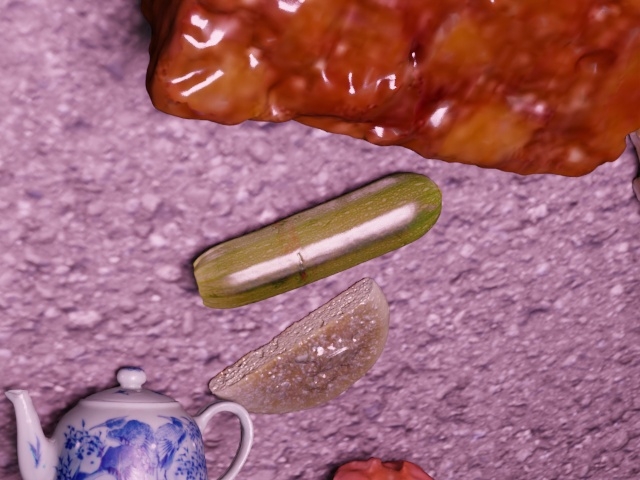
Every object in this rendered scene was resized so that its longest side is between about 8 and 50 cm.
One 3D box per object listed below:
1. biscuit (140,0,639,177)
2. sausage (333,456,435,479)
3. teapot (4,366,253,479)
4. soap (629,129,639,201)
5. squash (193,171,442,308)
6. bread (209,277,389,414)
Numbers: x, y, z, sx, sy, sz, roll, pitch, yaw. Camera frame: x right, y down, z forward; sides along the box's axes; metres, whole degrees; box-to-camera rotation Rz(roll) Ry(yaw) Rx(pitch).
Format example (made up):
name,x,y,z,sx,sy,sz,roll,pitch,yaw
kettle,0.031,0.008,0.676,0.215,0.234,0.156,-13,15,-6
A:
name,x,y,z,sx,sy,sz,roll,pitch,yaw
biscuit,0.102,-0.219,0.660,0.395,0.166,0.342,7,129,-30
sausage,0.076,0.356,1.149,0.152,0.152,0.279,-14,131,-12
teapot,-0.172,0.188,0.926,0.232,0.159,0.159,5,125,-24
soap,0.458,-0.059,0.898,0.281,0.259,0.143,-23,138,0
squash,0.000,0.000,0.884,0.229,0.066,0.066,-21,132,-5
bread,-0.002,0.125,1.004,0.193,0.036,0.112,-33,133,6
